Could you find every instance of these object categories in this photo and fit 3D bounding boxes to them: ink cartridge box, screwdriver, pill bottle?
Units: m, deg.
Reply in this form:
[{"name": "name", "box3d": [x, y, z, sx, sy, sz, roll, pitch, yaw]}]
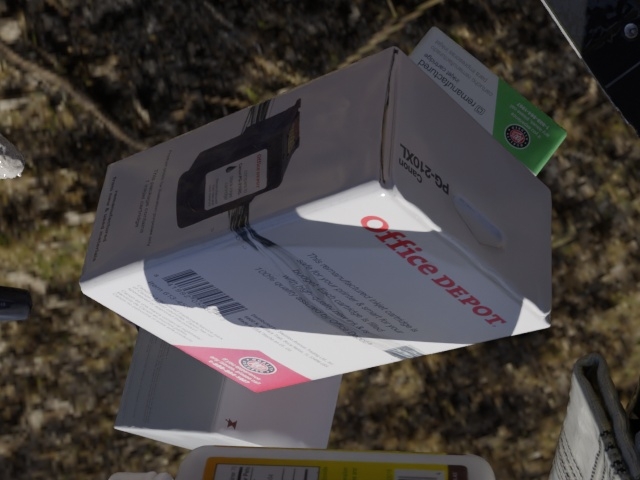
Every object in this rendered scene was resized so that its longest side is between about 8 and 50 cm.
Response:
[{"name": "ink cartridge box", "box3d": [0.000, 0.000, 0.773, 0.237, 0.100, 0.172, -18, 141, 36]}, {"name": "ink cartridge box", "box3d": [0.119, -0.071, 1.507, 0.289, 0.211, 0.121, -52, -179, -11]}, {"name": "screwdriver", "box3d": [-0.260, 0.038, 0.759, 0.170, 0.024, 0.025, -1, 118, -11]}, {"name": "pill bottle", "box3d": [-0.012, 0.174, 0.699, 0.215, 0.117, 0.117, 1, 143, 5]}]

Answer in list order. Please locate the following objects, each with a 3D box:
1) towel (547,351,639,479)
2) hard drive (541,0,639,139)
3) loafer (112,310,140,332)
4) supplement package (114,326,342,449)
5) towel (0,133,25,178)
[{"name": "towel", "box3d": [0.174, 0.243, 0.657, 0.056, 0.312, 0.324, -5, 147, -5]}, {"name": "hard drive", "box3d": [0.208, -0.243, 0.929, 0.237, 0.339, 0.064, -24, 168, -50]}, {"name": "loafer", "box3d": [-0.171, 0.096, 1.439, 0.109, 0.302, 0.095, 27, 100, -41]}, {"name": "supplement package", "box3d": [-0.075, 0.118, 1.028, 0.105, 0.105, 0.179, 22, 163, -29]}, {"name": "towel", "box3d": [-0.448, -0.131, 1.318, 0.282, 0.049, 0.187, 5, 151, 41]}]
